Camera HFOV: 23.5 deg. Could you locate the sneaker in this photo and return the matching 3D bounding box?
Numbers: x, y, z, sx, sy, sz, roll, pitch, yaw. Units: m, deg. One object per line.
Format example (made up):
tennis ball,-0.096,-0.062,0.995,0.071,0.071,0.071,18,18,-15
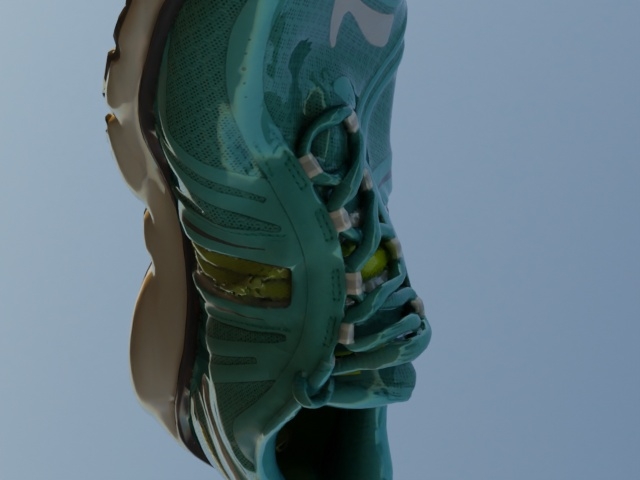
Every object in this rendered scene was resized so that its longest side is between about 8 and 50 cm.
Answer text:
sneaker,0.000,0.000,0.509,0.110,0.107,0.275,48,-29,35
